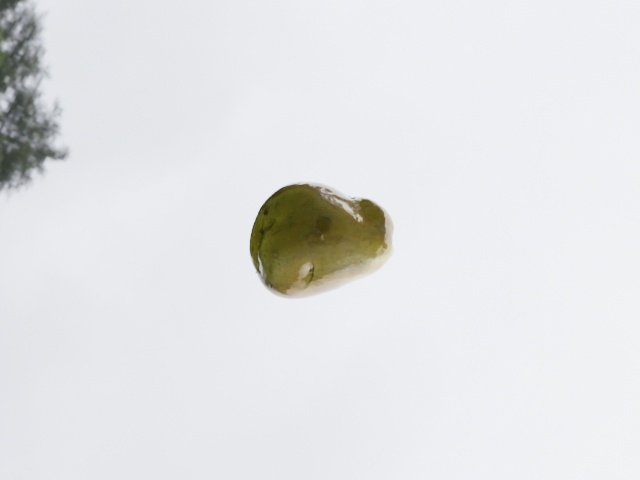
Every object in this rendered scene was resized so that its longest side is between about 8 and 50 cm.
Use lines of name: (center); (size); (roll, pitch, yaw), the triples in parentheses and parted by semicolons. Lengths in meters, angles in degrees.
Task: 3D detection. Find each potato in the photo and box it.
potato: (0.000, 0.000, 0.551); (0.083, 0.062, 0.068); (3, -96, 3)
